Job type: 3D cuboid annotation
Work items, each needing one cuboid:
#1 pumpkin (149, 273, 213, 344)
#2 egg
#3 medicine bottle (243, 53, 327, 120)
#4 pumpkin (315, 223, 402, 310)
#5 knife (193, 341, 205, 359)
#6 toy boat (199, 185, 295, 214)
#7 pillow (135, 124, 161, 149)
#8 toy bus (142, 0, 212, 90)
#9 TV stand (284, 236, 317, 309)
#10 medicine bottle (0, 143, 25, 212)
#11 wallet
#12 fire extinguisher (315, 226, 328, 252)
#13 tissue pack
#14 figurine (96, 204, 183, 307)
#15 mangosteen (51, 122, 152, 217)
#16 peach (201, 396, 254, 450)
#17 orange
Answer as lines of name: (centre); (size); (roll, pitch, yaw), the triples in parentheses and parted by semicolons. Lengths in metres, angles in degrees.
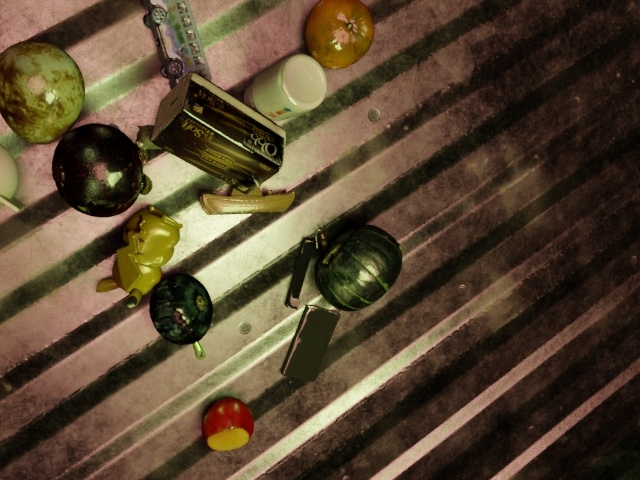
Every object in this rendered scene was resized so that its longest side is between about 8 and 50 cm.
pumpkin: (-0.446, 0.224, 1.865); (0.163, 0.233, 0.233); (-21, 109, 13)
egg: (-0.790, -0.412, 1.618); (0.238, 0.238, 0.290); (8, 120, -20)
medicine bottle: (-0.119, -0.462, 1.793); (0.170, 0.293, 0.170); (1, 89, -32)
pumpkin: (0.135, 0.096, 1.992); (0.241, 0.323, 0.323); (45, 84, -13)
knife: (-0.437, 0.336, 1.996); (0.078, 0.022, 0.166); (-22, 105, -7)
toy boat: (-0.243, -0.147, 1.938); (0.321, 0.089, 0.122); (-4, 86, -19)
pillow: (-0.492, -0.323, 1.777); (0.051, 0.241, 0.093); (-41, 81, 28)
toy bus: (-0.443, -0.616, 1.769); (0.136, 0.109, 0.330); (-23, 109, -24)
TV stand: (-0.070, 0.119, 2.070); (0.048, 0.040, 0.257); (15, 96, -14)
medicine bottle: (-0.999, -0.209, 1.580); (0.406, 0.235, 0.236); (40, 86, -21)
wallet: (-0.036, 0.382, 2.144); (0.146, 0.030, 0.285); (20, 92, -19)
fire extinguisher: (-0.001, -0.002, 2.085); (0.046, 0.032, 0.100); (-9, 106, 18)
tissue pack: (-0.306, -0.328, 1.757); (0.370, 0.210, 0.198); (28, 54, -32)
figurine: (-0.560, 0.057, 1.811); (0.169, 0.218, 0.327); (13, 101, -45)
mangosteen: (-0.636, -0.206, 1.700); (0.288, 0.288, 0.288); (-4, 102, -19)
peach: (-0.321, 0.648, 2.010); (0.190, 0.192, 0.190); (-1, 98, -7)
orange: (0.064, -0.684, 1.892); (0.240, 0.171, 0.240); (-4, 103, -18)
